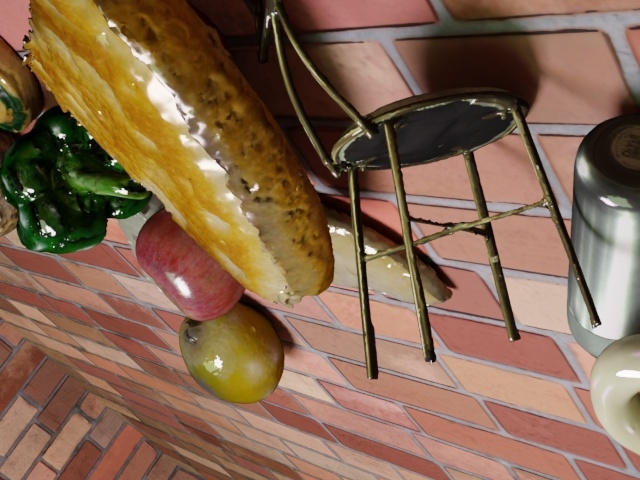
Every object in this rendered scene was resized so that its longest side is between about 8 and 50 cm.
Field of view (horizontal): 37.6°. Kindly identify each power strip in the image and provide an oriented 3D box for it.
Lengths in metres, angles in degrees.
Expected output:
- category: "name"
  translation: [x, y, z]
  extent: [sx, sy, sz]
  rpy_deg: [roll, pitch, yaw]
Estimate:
- category: "power strip"
  translation: [-0.230, 0.002, 1.327]
  extent: [0.078, 0.052, 0.272]
  rpy_deg: [26, 157, 17]

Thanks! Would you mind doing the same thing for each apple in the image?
- category: "apple"
  translation: [-0.154, 0.020, 1.166]
  extent: [0.153, 0.120, 0.153]
  rpy_deg: [44, 169, 11]

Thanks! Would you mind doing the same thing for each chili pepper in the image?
- category: "chili pepper"
  translation: [-0.279, -0.077, 1.099]
  extent: [0.261, 0.173, 0.165]
  rpy_deg: [-11, 106, 61]

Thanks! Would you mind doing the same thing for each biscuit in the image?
- category: "biscuit"
  translation: [-0.508, -0.251, 1.184]
  extent: [0.343, 0.057, 0.287]
  rpy_deg: [40, 157, -13]
- category: "biscuit"
  translation: [-0.001, 0.001, 1.033]
  extent: [0.289, 0.038, 0.141]
  rpy_deg: [13, 149, 40]

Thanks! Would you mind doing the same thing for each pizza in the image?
- category: "pizza"
  translation: [-0.163, -0.147, 0.869]
  extent: [0.406, 0.130, 0.440]
  rpy_deg: [32, 160, 43]

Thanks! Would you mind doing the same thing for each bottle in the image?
- category: "bottle"
  translation: [0.227, 0.017, 0.696]
  extent: [0.079, 0.096, 0.254]
  rpy_deg: [-15, 145, 2]

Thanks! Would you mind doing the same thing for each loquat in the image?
- category: "loquat"
  translation: [-0.129, 0.170, 1.415]
  extent: [0.152, 0.152, 0.195]
  rpy_deg: [7, 154, 47]

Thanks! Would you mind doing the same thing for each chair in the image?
- category: "chair"
  translation: [0.068, -0.075, 0.678]
  extent: [0.160, 0.170, 0.326]
  rpy_deg: [135, 123, -71]

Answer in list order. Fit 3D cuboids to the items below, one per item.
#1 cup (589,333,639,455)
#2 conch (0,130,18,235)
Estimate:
- category: "cup"
  translation: [0.327, 0.143, 0.646]
  extent: [0.255, 0.173, 0.202]
  rpy_deg: [-17, 134, 18]
- category: "conch"
  translation: [-0.489, -0.083, 1.358]
  extent: [0.291, 0.158, 0.210]
  rpy_deg: [54, 138, 48]
